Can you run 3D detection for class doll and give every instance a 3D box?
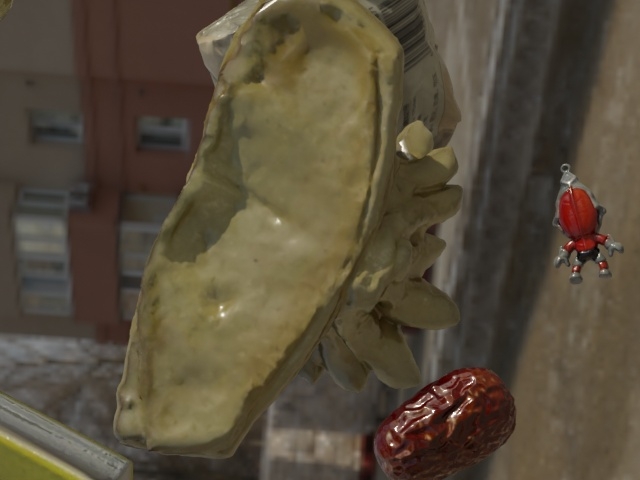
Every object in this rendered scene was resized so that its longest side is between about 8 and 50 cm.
[{"bbox_3d":[0.239,-0.017,1.317,0.057,0.039,0.114,-25,65,41],"label":"doll"}]

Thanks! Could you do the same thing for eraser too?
[{"bbox_3d":[-0.310,0.276,1.611,0.069,0.226,0.158,-36,-39,-48],"label":"eraser"}]

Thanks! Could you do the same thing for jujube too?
[{"bbox_3d":[0.146,0.222,1.700,0.112,0.176,0.109,63,172,-12],"label":"jujube"}]

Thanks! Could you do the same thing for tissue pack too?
[{"bbox_3d":[0.025,-0.200,1.944,0.390,0.195,0.376,-37,-57,-32],"label":"tissue pack"}]

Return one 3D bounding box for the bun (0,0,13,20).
[{"bbox_3d":[-0.374,-0.275,1.288,0.229,0.145,0.229,29,131,41],"label":"bun"}]

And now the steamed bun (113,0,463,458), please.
[{"bbox_3d":[0.000,0.000,1.259,0.189,0.247,0.428,26,-101,-73],"label":"steamed bun"}]
